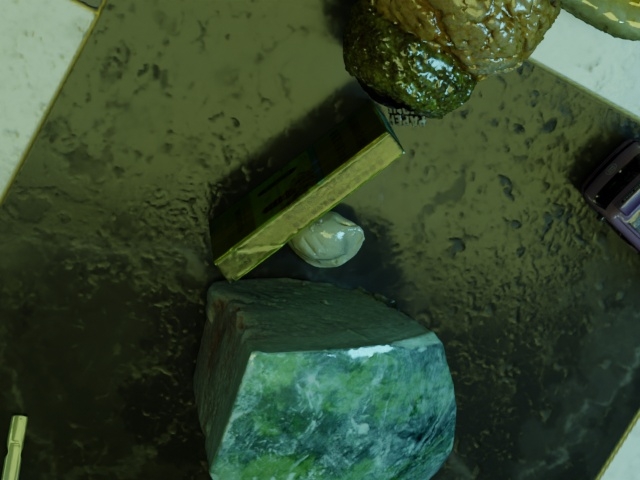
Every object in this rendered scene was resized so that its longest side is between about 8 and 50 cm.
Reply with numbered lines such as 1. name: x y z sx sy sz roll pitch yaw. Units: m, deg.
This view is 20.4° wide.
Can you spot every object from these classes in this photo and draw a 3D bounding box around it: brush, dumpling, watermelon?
1. brush: -0.295 0.207 1.713 0.016 0.013 0.083 8 99 -13
2. dumpling: 0.001 0.001 1.663 0.077 0.043 0.059 -5 130 -7
3. watermelon: -0.024 0.138 1.635 0.228 0.258 0.387 -29 152 -11

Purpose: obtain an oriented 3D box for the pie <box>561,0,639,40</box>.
1. pie: 0.307 -0.332 1.570 0.339 0.077 0.339 -3 111 -7

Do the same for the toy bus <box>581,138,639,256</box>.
1. toy bus: 0.332 -0.009 1.659 0.178 0.098 0.087 42 100 -15

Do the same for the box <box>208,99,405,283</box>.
1. box: -0.016 -0.045 1.602 0.193 0.121 0.030 -38 107 7

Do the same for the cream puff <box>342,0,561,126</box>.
1. cream puff: 0.097 -0.177 1.535 0.183 0.183 0.169 29 94 -13
